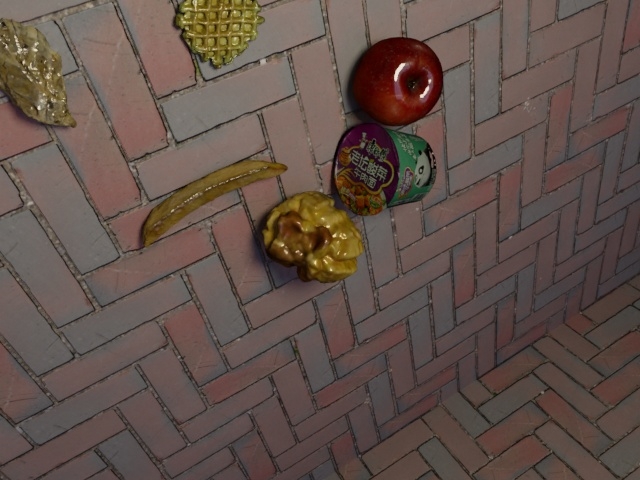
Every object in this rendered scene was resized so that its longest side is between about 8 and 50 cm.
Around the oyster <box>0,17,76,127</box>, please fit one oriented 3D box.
[{"bbox_3d":[-0.552,-0.308,1.015,0.133,0.072,0.208,-16,124,-28],"label":"oyster"}]

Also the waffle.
[{"bbox_3d":[-0.212,-0.472,1.153,0.183,0.036,0.169,-43,135,1],"label":"waffle"}]

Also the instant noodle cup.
[{"bbox_3d":[0.185,-0.194,1.466,0.190,0.251,0.251,-6,122,-40],"label":"instant noodle cup"}]

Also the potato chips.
[{"bbox_3d":[-0.271,-0.119,1.329,0.407,0.057,0.080,-30,137,-13],"label":"potato chips"}]

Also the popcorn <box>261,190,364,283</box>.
[{"bbox_3d":[0.000,0.000,1.457,0.225,0.265,0.332,-56,150,4],"label":"popcorn"}]

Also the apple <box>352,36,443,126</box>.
[{"bbox_3d":[0.194,-0.398,1.352,0.219,0.201,0.218,-12,119,-23],"label":"apple"}]
